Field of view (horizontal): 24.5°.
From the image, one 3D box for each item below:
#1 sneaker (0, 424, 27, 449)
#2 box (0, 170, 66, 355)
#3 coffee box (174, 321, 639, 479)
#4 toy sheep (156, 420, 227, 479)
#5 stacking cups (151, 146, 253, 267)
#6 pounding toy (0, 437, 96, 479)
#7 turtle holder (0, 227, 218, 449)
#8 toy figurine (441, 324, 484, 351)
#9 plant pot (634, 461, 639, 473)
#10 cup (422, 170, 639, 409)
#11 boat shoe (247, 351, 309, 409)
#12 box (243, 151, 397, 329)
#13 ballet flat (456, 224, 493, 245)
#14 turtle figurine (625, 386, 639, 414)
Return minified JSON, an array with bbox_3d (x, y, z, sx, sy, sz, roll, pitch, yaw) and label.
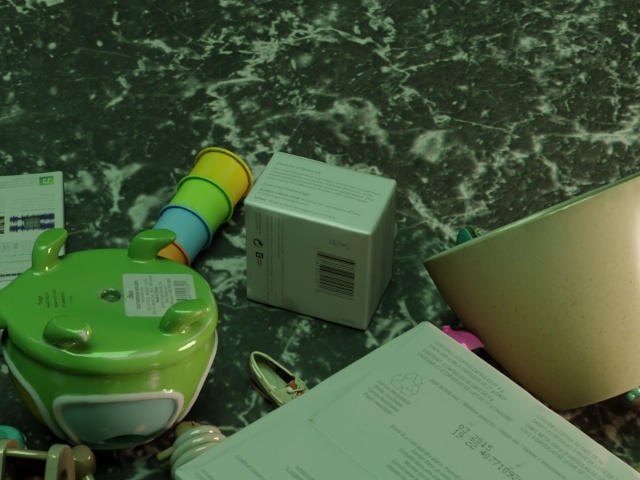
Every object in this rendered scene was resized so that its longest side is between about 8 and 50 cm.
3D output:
[{"bbox_3d":[-0.489,0.252,1.750,0.275,0.110,0.107,-2,42,-5],"label":"sneaker"},{"bbox_3d":[-0.467,0.032,2.037,0.232,0.058,0.322,-5,41,-6],"label":"box"},{"bbox_3d":[0.092,0.354,1.485,0.338,0.334,0.337,-29,49,-32],"label":"coffee box"},{"bbox_3d":[-0.140,0.272,1.760,0.091,0.091,0.132,-18,59,-20],"label":"toy sheep"},{"bbox_3d":[-0.201,-0.005,2.050,0.096,0.096,0.316,16,44,16],"label":"stacking cups"},{"bbox_3d":[-0.296,0.315,1.653,0.154,0.154,0.269,6,43,5],"label":"pounding toy"},{"bbox_3d":[-0.281,0.141,1.769,0.320,0.227,0.243,-20,42,-35],"label":"turtle holder"},{"bbox_3d":[0.164,0.186,1.803,0.130,0.159,0.173,-17,46,-19],"label":"toy figurine"},{"bbox_3d":[0.443,0.342,1.602,0.256,0.256,0.274,-8,27,-10],"label":"plant pot"},{"bbox_3d":[0.325,0.071,1.830,0.331,0.331,0.237,-22,89,-24],"label":"cup"},{"bbox_3d":[-0.041,0.191,1.878,0.049,0.043,0.137,-32,53,-33],"label":"boat shoe"},{"bbox_3d":[0.000,0.000,1.987,0.182,0.181,0.119,14,43,15],"label":"box"},{"bbox_3d":[0.240,0.048,2.033,0.070,0.070,0.188,-5,46,-7],"label":"ballet flat"},{"bbox_3d":[0.501,0.220,1.807,0.175,0.118,0.234,-8,23,-37],"label":"turtle figurine"}]
